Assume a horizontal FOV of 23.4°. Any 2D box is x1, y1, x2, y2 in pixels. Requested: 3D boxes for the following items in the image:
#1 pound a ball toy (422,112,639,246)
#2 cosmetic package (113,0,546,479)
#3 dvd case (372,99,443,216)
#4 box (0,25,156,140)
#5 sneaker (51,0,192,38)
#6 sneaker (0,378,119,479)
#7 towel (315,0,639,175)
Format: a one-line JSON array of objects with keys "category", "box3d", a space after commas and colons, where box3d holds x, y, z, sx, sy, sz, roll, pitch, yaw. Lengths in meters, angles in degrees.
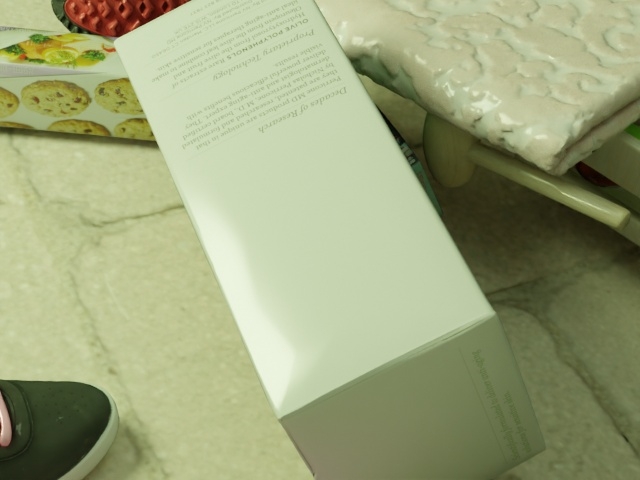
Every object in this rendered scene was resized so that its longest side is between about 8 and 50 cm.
[{"category": "pound a ball toy", "box3d": [0.258, -0.033, 1.237, 0.319, 0.136, 0.208, 35, 56, 24]}, {"category": "cosmetic package", "box3d": [0.000, 0.000, 1.090, 0.155, 0.197, 0.365, -27, 54, -1]}, {"category": "dvd case", "box3d": [0.057, -0.079, 1.276, 0.013, 0.087, 0.119, -35, 57, -3]}, {"category": "box", "box3d": [-0.155, -0.126, 1.289, 0.324, 0.067, 0.063, 6, 37, -6]}, {"category": "sneaker", "box3d": [-0.130, -0.237, 1.401, 0.262, 0.104, 0.125, -16, 34, -29]}, {"category": "sneaker", "box3d": [-0.268, 0.115, 0.989, 0.296, 0.147, 0.104, -10, 48, -21]}, {"category": "towel", "box3d": [0.163, -0.201, 1.268, 0.317, 0.053, 0.332, -34, 48, -30]}]
